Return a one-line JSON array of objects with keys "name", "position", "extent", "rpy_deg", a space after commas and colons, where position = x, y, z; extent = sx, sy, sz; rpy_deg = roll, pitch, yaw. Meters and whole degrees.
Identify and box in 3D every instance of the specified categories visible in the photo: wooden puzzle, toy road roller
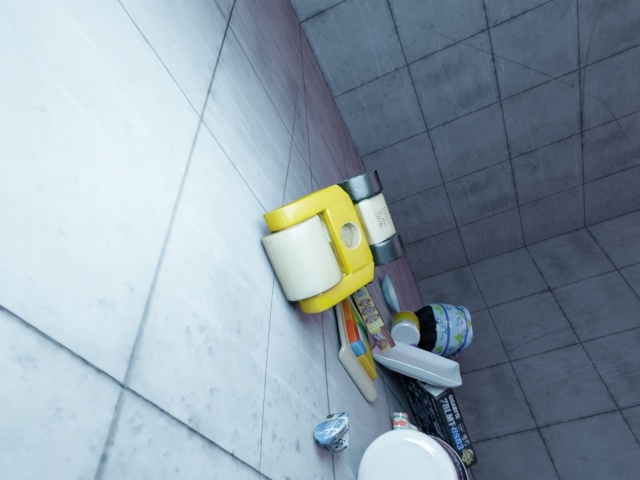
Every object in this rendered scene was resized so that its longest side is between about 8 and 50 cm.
[{"name": "wooden puzzle", "position": [0.096, 0.262, 1.158], "extent": [0.239, 0.044, 0.221], "rpy_deg": [-91, 157, -53]}, {"name": "toy road roller", "position": [0.000, 0.000, 0.945], "extent": [0.329, 0.240, 0.202], "rpy_deg": [-28, 100, -38]}]

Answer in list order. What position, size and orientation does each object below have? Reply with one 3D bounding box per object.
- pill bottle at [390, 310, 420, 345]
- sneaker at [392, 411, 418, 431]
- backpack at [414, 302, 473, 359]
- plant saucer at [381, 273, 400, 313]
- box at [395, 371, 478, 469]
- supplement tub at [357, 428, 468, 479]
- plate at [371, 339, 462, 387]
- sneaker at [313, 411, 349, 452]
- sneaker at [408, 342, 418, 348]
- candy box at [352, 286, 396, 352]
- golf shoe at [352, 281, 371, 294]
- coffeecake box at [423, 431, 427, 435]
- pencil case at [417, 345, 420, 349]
[{"name": "pill bottle", "position": [0.354, 0.366, 1.849], "extent": [0.215, 0.117, 0.117], "rpy_deg": [-36, 105, -76]}, {"name": "sneaker", "position": [0.248, 0.573, 1.310], "extent": [0.161, 0.057, 0.075], "rpy_deg": [61, 33, -37]}, {"name": "backpack", "position": [0.550, 0.418, 2.061], "extent": [0.355, 0.273, 0.290], "rpy_deg": [69, 23, -61]}, {"name": "plant saucer", "position": [0.316, 0.248, 2.037], "extent": [0.195, 0.037, 0.195], "rpy_deg": [-19, 90, -76]}, {"name": "box", "position": [0.382, 0.575, 1.513], "extent": [0.295, 0.073, 0.293], "rpy_deg": [67, -12, -13]}, {"name": "supplement tub", "position": [0.201, 0.500, 0.916], "extent": [0.272, 0.191, 0.191], "rpy_deg": [48, 25, -56]}, {"name": "plate", "position": [0.308, 0.397, 1.434], "extent": [0.277, 0.278, 0.045], "rpy_deg": [6, 101, -75]}, {"name": "sneaker", "position": [0.029, 0.342, 0.775], "extent": [0.135, 0.052, 0.058], "rpy_deg": [25, 51, -70]}, {"name": "sneaker", "position": [0.420, 0.491, 1.689], "extent": [0.236, 0.104, 0.095], "rpy_deg": [59, 26, 9]}, {"name": "candy box", "position": [0.157, 0.233, 1.339], "extent": [0.109, 0.053, 0.187], "rpy_deg": [60, 3, -35]}, {"name": "golf shoe", "position": [0.047, 0.045, 1.215], "extent": [0.120, 0.105, 0.273], "rpy_deg": [58, -1, 41]}, {"name": "coffeecake box", "position": [0.469, 0.836, 1.732], "extent": [0.142, 0.068, 0.185], "rpy_deg": [-86, 152, -60]}, {"name": "pencil case", "position": [0.412, 0.452, 2.053], "extent": [0.152, 0.070, 0.064], "rpy_deg": [-95, 160, -44]}]
